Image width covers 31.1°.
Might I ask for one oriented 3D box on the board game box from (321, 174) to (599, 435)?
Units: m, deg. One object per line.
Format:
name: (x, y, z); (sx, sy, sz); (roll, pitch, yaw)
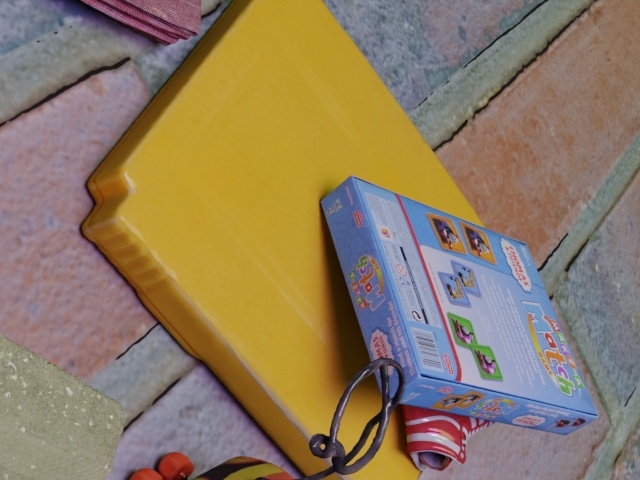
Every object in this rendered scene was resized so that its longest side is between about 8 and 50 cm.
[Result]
board game box: (0.103, 0.051, 0.826); (0.211, 0.039, 0.160); (17, 45, -42)

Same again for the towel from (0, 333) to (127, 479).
towel: (-0.173, 0.108, 0.618); (0.148, 0.027, 0.110); (35, 54, -36)

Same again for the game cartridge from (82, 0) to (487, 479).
game cartridge: (0.000, 0.000, 0.835); (0.324, 0.052, 0.285); (51, 46, -23)

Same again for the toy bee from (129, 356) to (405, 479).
toy bee: (-0.036, 0.194, 0.679); (0.195, 0.162, 0.298); (16, 91, -56)

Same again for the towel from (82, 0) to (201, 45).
towel: (-0.168, -0.310, 0.744); (0.237, 0.037, 0.329); (21, 62, -41)

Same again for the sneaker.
sneaker: (0.103, 0.137, 0.836); (0.118, 0.042, 0.067); (14, 64, -37)
